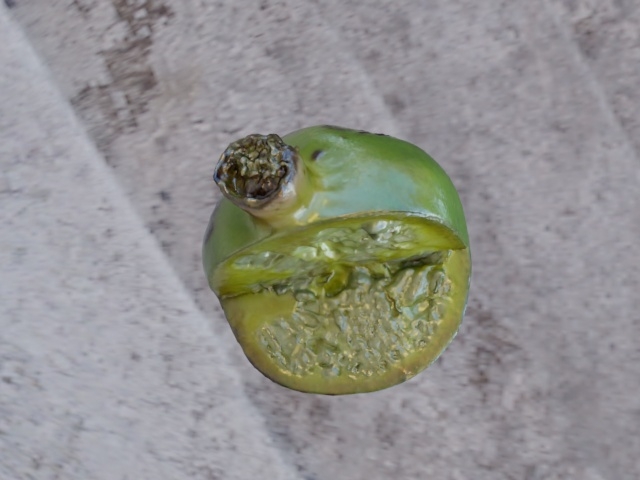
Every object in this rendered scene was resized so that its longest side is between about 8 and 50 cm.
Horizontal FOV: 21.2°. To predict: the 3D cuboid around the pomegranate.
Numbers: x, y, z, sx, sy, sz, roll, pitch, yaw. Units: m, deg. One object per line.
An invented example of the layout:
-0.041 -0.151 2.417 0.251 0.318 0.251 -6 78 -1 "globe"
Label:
0.003 -0.007 0.907 0.169 0.143 0.122 55 29 -31 "pomegranate"
